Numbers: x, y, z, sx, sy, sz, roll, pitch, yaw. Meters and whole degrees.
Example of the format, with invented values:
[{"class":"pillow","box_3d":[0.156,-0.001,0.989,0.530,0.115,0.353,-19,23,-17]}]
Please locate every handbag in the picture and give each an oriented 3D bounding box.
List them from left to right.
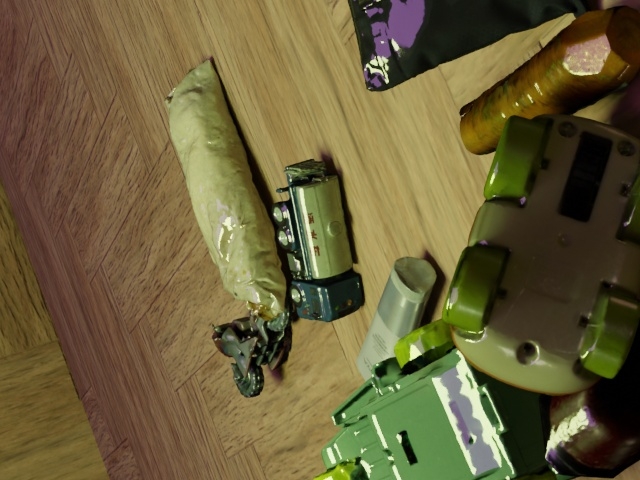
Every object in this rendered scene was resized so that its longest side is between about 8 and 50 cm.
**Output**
[{"class":"handbag","box_3d":[0.096,-0.274,1.083,0.088,0.211,0.254,-19,-87,-70]}]

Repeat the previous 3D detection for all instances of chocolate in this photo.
[{"class":"chocolate","box_3d":[0.256,0.130,1.062,0.125,0.149,0.080,28,145,3]}]

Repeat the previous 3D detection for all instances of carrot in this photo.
[{"class":"carrot","box_3d":[0.193,-0.131,1.092,0.070,0.070,0.260,70,158,5]}]

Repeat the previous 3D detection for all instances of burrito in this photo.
[{"class":"burrito","box_3d":[-0.136,-0.064,1.801,0.117,0.076,0.392,-34,69,43]}]

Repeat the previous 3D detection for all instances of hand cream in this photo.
[{"class":"hand cream","box_3d":[0.087,0.110,1.498,0.079,0.048,0.255,57,152,29]}]

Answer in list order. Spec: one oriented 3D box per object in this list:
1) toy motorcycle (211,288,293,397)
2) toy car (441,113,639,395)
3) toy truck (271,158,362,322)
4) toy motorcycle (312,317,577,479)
[{"class":"toy motorcycle","box_3d":[-0.095,0.129,1.871,0.122,0.082,0.213,51,136,28]},{"class":"toy car","box_3d":[0.190,0.024,1.066,0.145,0.235,0.235,19,138,7]},{"class":"toy truck","box_3d":[0.000,0.000,1.594,0.088,0.074,0.202,10,114,54]},{"class":"toy motorcycle","box_3d":[0.133,0.195,1.305,0.326,0.200,0.191,-38,71,53]}]
